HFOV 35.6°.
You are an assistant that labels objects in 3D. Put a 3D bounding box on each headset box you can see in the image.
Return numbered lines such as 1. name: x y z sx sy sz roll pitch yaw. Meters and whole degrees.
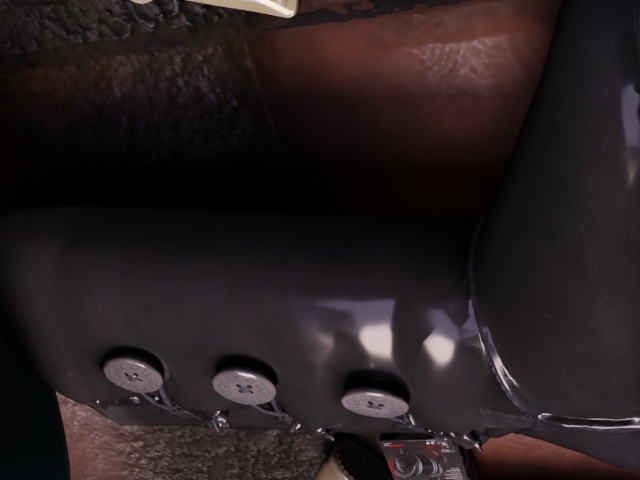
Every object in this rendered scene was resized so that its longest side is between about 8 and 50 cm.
1. headset box: 0.089 0.176 0.797 0.062 0.032 0.083 -6 125 21

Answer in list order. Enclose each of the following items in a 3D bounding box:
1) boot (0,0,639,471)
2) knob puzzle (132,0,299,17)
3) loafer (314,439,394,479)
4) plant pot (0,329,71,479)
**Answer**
1. boot: 0.000 0.002 0.571 0.445 0.146 0.367 4 136 25
2. knob puzzle: -0.102 -0.213 0.537 0.213 0.030 0.213 9 130 10
3. loafer: 0.054 0.225 0.837 0.148 0.056 0.050 46 129 -11
4. plant pot: -0.305 0.094 0.638 0.196 0.290 0.290 -20 125 -4
